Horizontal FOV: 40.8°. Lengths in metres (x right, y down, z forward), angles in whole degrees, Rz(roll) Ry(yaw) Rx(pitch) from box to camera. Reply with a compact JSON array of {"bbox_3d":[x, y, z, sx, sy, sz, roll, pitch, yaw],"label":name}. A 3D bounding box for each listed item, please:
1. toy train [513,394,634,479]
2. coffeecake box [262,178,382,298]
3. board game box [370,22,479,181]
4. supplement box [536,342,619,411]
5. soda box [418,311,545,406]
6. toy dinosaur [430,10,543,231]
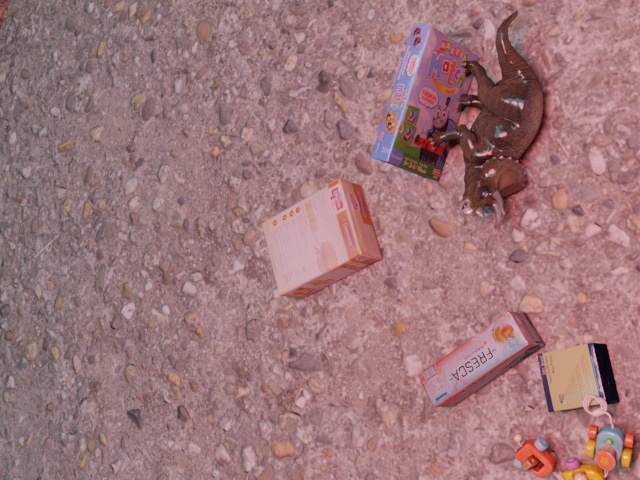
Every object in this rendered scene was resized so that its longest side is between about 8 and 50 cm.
[{"bbox_3d":[0.338,0.288,1.156,0.125,0.046,0.166,46,124,8],"label":"toy train"},{"bbox_3d":[0.000,0.000,1.493,0.185,0.068,0.142,-28,66,31],"label":"coffeecake box"},{"bbox_3d":[0.166,-0.211,1.343,0.039,0.160,0.212,20,95,38],"label":"board game box"},{"bbox_3d":[0.356,0.190,1.190,0.083,0.056,0.083,-19,71,34],"label":"supplement box"},{"bbox_3d":[0.237,0.179,1.280,0.183,0.063,0.058,-40,61,26],"label":"soda box"},{"bbox_3d":[0.271,-0.180,1.306,0.160,0.121,0.314,23,92,26],"label":"toy dinosaur"}]
